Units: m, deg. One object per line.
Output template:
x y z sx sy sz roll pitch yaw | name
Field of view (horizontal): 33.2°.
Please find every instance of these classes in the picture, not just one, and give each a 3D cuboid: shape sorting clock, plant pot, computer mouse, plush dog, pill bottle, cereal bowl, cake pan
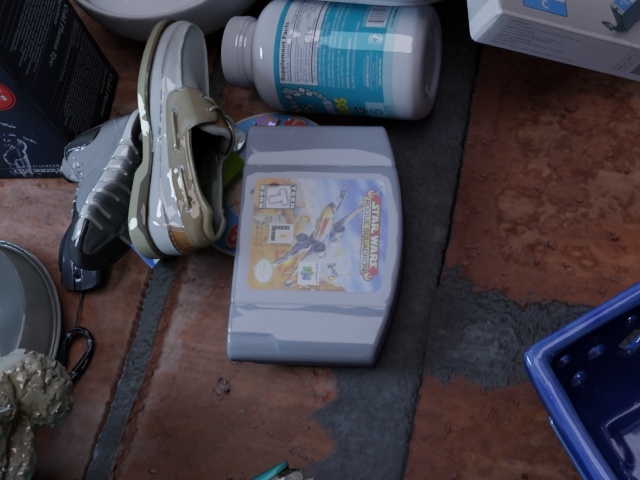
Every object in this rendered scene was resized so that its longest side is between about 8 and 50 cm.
-0.071 -0.072 1.355 0.206 0.040 0.206 -6 62 11 | shape sorting clock
0.352 0.179 1.022 0.236 0.212 0.236 -29 60 -2 | plant pot
-0.308 0.070 1.343 0.071 0.041 0.242 -2 64 12 | computer mouse
-0.380 0.273 1.165 0.262 0.225 0.210 -17 22 -1 | plush dog
0.013 -0.232 1.356 0.264 0.146 0.146 6 65 18 | pill bottle
-0.194 -0.412 1.497 0.339 0.141 0.339 -7 65 14 | cereal bowl
-0.463 0.123 1.331 0.293 0.054 0.293 -8 65 17 | cake pan

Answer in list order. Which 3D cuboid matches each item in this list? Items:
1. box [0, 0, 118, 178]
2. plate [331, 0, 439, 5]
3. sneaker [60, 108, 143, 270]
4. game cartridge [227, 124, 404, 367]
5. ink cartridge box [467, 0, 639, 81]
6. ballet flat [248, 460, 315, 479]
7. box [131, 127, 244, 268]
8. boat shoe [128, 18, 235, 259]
-0.487 -0.229 1.385 0.343 0.312 0.179 0 64 15 | box
0.075 -0.336 1.359 0.278 0.045 0.277 12 25 29 | plate
-0.282 -0.060 1.337 0.132 0.086 0.229 -1 55 34 | sneaker
0.000 0.000 1.270 0.198 0.062 0.297 -1 70 11 | game cartridge
0.307 -0.328 1.283 0.296 0.066 0.261 9 62 -23 | ink cartridge box
-0.174 0.370 1.110 0.409 0.147 0.147 -26 60 0 | ballet flat
-0.189 -0.065 1.358 0.178 0.042 0.109 -48 53 -2 | box
-0.153 -0.126 1.283 0.103 0.113 0.302 -6 73 24 | boat shoe
